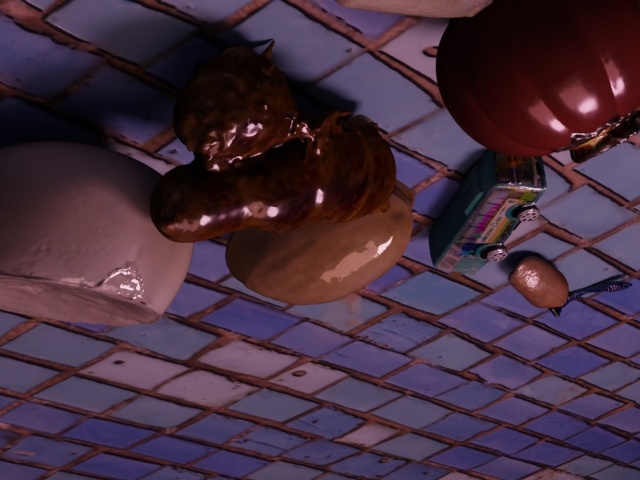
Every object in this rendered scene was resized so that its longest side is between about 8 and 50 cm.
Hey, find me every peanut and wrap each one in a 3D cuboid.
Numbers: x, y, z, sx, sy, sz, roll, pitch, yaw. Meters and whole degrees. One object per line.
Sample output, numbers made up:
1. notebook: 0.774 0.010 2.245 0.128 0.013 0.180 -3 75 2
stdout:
1. peanut: 0.373 0.071 2.471 0.076 0.076 0.152 -28 142 25

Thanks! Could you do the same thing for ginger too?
1. ginger: -0.042 -0.124 1.838 0.176 0.254 0.418 17 -168 40

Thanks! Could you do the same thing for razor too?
1. razor: 0.487 0.097 2.610 0.155 0.028 0.044 -22 150 17

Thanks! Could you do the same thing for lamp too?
1. lamp: 0.282 -0.227 1.699 0.303 0.257 0.303 -32 -174 4

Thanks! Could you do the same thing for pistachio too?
1. pistachio: 0.000 0.000 2.103 0.293 0.162 0.181 -20 115 18

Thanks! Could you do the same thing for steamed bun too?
1. steamed bun: -0.322 -0.015 1.858 0.324 0.206 0.324 8 166 2

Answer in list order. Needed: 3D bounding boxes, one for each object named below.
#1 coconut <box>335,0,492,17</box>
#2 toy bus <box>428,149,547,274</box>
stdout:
1. coconut: 0.083 -0.334 1.415 0.237 0.237 0.266 -34 102 33
2. toy bus: 0.255 -0.042 2.208 0.109 0.091 0.261 5 145 -18
